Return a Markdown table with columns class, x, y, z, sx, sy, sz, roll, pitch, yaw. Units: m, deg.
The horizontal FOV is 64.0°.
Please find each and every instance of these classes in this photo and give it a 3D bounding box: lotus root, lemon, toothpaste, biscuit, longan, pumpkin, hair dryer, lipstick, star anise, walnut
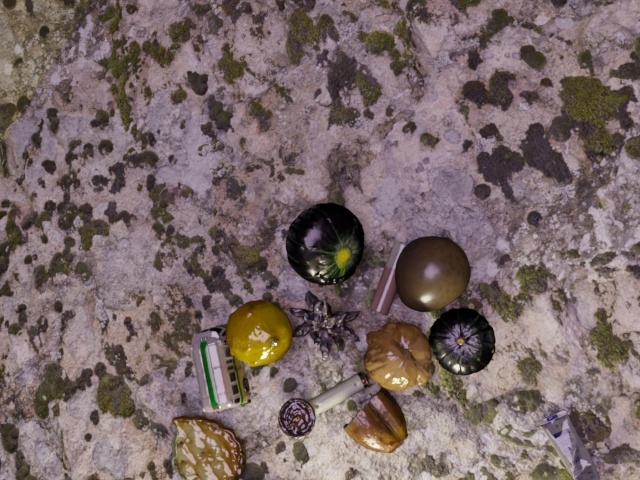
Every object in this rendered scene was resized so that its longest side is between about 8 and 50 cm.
| class | x | y | z | sx | sy | sz | roll | pitch | yaw |
| --- | --- | --- | --- | --- | --- | --- | --- | --- | --- |
| lotus root | 0.199 | 0.613 | 1.697 | 0.180 | 0.199 | 0.188 | 44 | 101 | 20 |
| lemon | -0.218 | 0.326 | 1.818 | 0.288 | 0.233 | 0.234 | 14 | 84 | 55 |
| toothpaste | 0.804 | 0.681 | 1.619 | 0.096 | 0.061 | 0.266 | -30 | 69 | 10 |
| biscuit | -0.443 | 0.822 | 1.894 | 0.329 | 0.078 | 0.335 | 23 | 88 | 13 |
| longan | 0.371 | 0.112 | 1.706 | 0.258 | 0.258 | 0.258 | -2 | 82 | 14 |
| pumpkin | 0.000 | 0.000 | 1.809 | 0.295 | 0.296 | 0.296 | -2 | 82 | 14 |
| hair dryer | 0.023 | 0.554 | 1.776 | 0.362 | 0.203 | 0.128 | -27 | 76 | -10 |
| lipstick | 0.250 | 0.135 | 1.819 | 0.070 | 0.070 | 0.254 | 20 | 88 | 16 |
| star anise | 0.008 | 0.296 | 1.837 | 0.282 | 0.129 | 0.212 | 28 | 106 | 20 |
| walnut | 0.255 | 0.384 | 1.695 | 0.257 | 0.257 | 0.224 | 38 | 72 | 16 |
| pumpkin | 0.467 | 0.333 | 1.691 | 0.220 | 0.162 | 0.221 | -4 | 76 | 16 |

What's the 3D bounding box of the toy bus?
| class | x | y | z | sx | sy | sz | roll | pitch | yaw |
| --- | --- | --- | --- | --- | --- | --- | --- | --- | --- |
| toy bus | -0.374 | 0.465 | 1.870 | 0.143 | 0.179 | 0.306 | -15 | 79 | 11 |
